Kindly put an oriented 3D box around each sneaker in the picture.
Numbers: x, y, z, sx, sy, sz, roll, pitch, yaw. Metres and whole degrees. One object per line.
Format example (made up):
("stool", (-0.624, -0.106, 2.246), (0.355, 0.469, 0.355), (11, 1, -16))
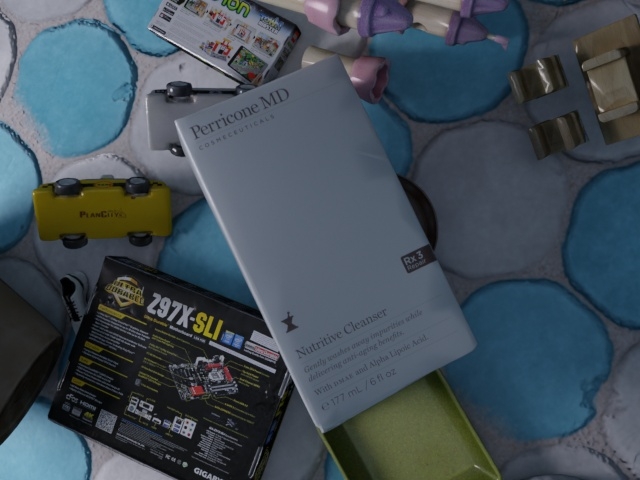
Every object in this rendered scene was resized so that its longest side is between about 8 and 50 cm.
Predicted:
("sneaker", (-0.378, 0.102, 0.924), (0.040, 0.044, 0.109), (-15, 87, 7))

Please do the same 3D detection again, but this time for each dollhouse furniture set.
("dollhouse furniture set", (0.359, -0.247, 0.744), (0.212, 0.161, 0.241), (-17, 96, 40))

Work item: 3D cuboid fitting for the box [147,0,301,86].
("box", (-0.145, -0.315, 0.903), (0.207, 0.036, 0.114), (32, 93, 10))

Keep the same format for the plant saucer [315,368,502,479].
("plant saucer", (0.118, 0.280, 0.822), (0.188, 0.045, 0.188), (-31, 83, 8))

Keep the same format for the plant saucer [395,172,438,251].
("plant saucer", (0.081, -0.013, 0.851), (0.169, 0.029, 0.168), (-1, 86, 10))

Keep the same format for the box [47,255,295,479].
("box", (-0.203, 0.195, 0.871), (0.322, 0.079, 0.257), (20, 89, 11))

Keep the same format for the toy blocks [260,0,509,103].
("toy blocks", (0.113, -0.343, 0.732), (0.260, 0.288, 0.308), (22, 89, 17))

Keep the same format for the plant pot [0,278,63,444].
("plant pot", (-0.539, 0.150, 0.842), (0.281, 0.323, 0.323), (27, 93, -6))

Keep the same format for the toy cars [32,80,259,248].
("toy cars", (-0.236, -0.117, 0.880), (0.394, 0.087, 0.176), (-38, 122, 7))

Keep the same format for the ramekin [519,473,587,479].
("ramekin", (0.304, 0.429, 0.736), (0.278, 0.135, 0.277), (0, 88, 10))

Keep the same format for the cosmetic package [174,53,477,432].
("cosmetic package", (0.000, 0.000, 0.742), (0.217, 0.156, 0.384), (-27, 90, -8))
